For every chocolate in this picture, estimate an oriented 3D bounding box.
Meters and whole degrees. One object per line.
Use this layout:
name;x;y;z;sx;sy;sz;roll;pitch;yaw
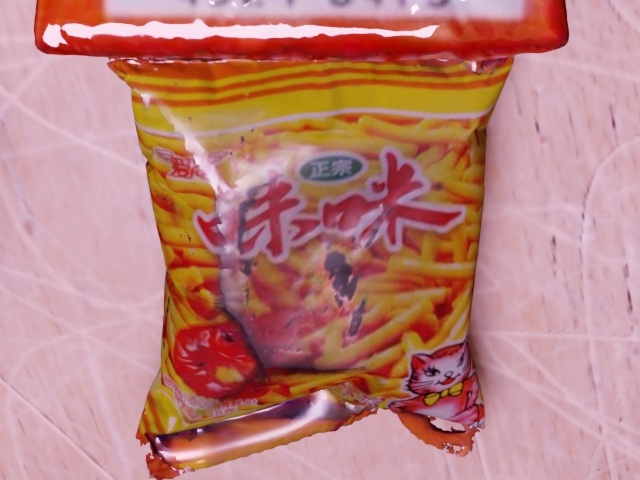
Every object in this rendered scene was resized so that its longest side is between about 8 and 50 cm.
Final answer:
chocolate;-0.008;-0.156;0.883;0.237;0.235;0.108;-1;107;3

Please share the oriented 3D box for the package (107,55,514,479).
package;-0.007;0.000;1.030;0.223;0.108;0.288;-2;114;-10
